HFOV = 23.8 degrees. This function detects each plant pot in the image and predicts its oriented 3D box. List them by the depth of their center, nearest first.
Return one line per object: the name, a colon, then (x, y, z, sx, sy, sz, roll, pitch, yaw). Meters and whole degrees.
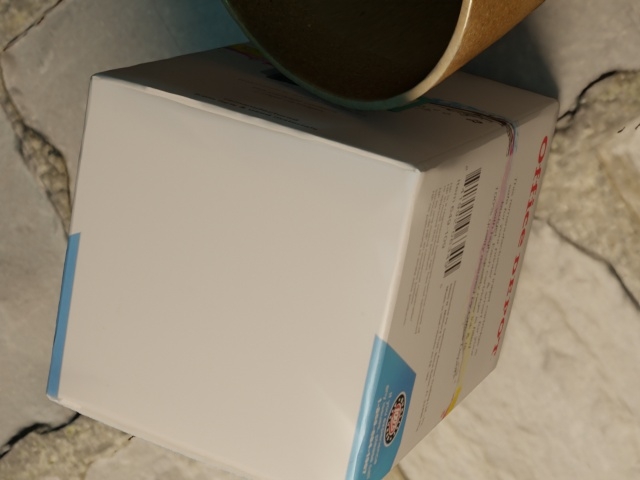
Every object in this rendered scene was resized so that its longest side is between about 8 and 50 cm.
plant pot: (0.084, -0.227, 0.828, 0.237, 0.254, 0.237, 34, 139, 36)

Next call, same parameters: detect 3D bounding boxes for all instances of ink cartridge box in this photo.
ink cartridge box: (0.000, 0.000, 0.918, 0.197, 0.270, 0.198, 18, 108, 20)
